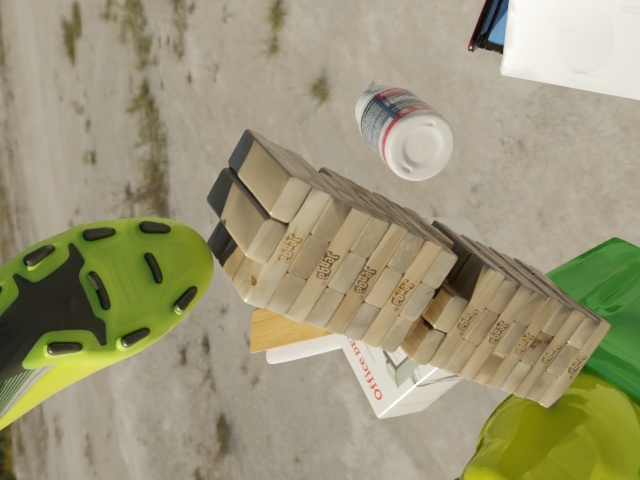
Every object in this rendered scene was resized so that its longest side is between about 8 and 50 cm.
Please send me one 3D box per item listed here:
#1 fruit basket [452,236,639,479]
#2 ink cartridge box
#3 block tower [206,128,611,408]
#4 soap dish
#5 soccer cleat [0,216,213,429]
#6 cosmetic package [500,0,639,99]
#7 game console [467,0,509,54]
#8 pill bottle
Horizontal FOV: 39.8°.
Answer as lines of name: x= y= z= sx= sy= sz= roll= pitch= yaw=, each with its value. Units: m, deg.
fruit basket: x=0.284 y=0.204 z=0.829 sx=0.392 sy=0.392 sz=0.283 roll=53 pitch=175 yaw=49
ink cartridge box: x=0.159 y=0.122 z=1.374 sx=0.273 sy=0.114 sz=0.198 roll=-49 pitch=57 yaw=36
block tower: x=0.071 y=0.032 z=0.668 sx=0.091 sy=0.335 sz=0.097 roll=-58 pitch=34 yaw=12
soap dish: x=0.026 y=0.130 z=1.685 sx=0.290 sy=0.229 sz=0.118 roll=-19 pitch=93 yaw=43
soccer cleat: x=-0.204 y=0.072 z=0.580 sx=0.093 sy=0.289 sz=0.121 roll=58 pitch=161 yaw=-2
cosmetic package: x=0.379 y=-0.335 z=1.204 sx=0.225 sy=0.224 sz=0.138 roll=87 pitch=-155 yaw=-44
game console: x=0.319 y=-0.378 z=1.488 sx=0.124 sy=0.085 sz=0.144 roll=-45 pitch=-24 yaw=-63
pill bottle: x=0.119 y=-0.171 z=1.336 sx=0.180 sy=0.107 sz=0.108 roll=-125 pitch=37 yaw=-57
